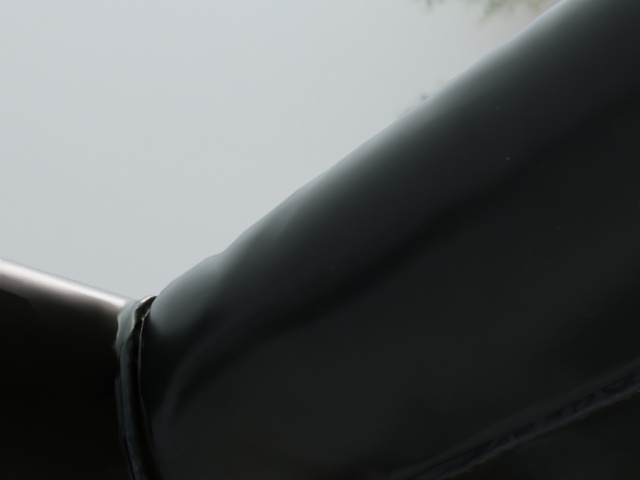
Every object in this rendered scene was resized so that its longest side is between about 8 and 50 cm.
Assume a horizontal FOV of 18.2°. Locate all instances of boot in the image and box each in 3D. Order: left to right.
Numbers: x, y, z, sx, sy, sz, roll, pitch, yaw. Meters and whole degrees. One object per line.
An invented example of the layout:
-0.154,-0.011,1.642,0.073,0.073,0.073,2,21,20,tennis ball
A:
0.001,0.001,0.675,0.367,0.445,0.146,33,-138,-40,boot
